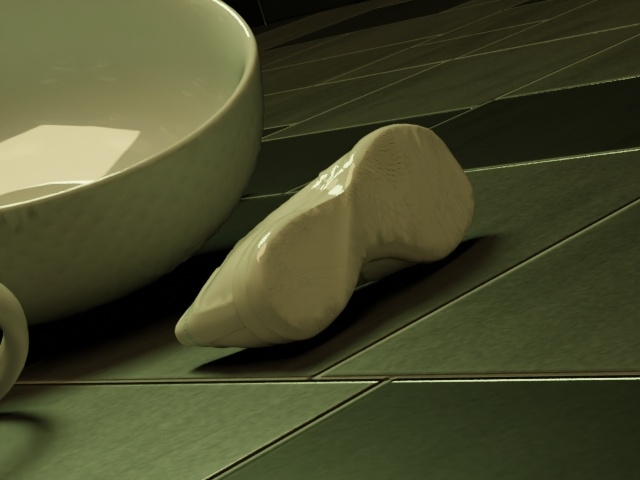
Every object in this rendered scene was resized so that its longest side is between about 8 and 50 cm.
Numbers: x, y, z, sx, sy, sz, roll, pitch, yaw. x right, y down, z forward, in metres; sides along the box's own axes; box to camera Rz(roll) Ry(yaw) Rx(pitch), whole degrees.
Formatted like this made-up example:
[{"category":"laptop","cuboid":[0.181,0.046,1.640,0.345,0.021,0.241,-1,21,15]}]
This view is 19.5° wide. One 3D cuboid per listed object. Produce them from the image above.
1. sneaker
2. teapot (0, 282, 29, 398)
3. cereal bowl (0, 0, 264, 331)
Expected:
[{"category":"sneaker","cuboid":[0.000,0.000,1.008,0.094,0.080,0.212,-24,4,41]},{"category":"teapot","cuboid":[-0.320,0.056,0.922,0.256,0.187,0.252,27,54,22]},{"category":"cereal bowl","cuboid":[-0.198,-0.043,1.220,0.339,0.141,0.339,-7,31,4]}]
